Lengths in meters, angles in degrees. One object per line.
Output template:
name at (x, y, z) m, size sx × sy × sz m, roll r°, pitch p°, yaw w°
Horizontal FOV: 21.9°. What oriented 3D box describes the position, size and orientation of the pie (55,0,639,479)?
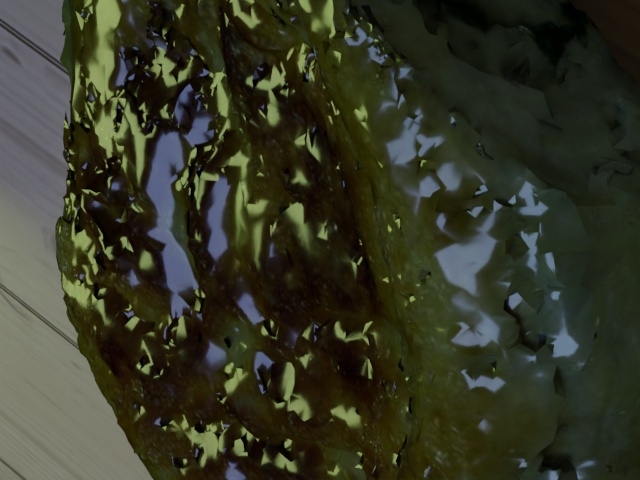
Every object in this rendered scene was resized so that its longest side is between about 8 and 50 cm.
pie at (0.000, 0.000, 0.587) m, size 0.354 × 0.103 × 0.288 m, roll 54°, pitch 145°, yaw 17°
